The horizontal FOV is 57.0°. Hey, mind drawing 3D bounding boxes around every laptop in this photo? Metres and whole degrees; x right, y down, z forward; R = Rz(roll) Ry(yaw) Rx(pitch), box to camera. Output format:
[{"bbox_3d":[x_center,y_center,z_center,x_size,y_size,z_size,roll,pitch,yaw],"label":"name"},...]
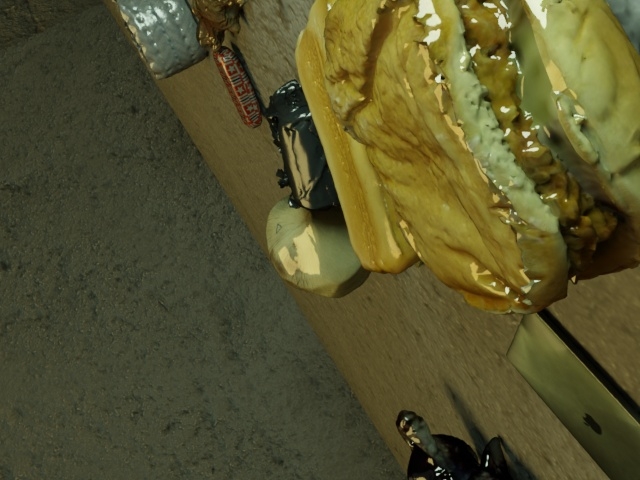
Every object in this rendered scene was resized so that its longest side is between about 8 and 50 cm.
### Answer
[{"bbox_3d":[0.319,0.208,0.680,0.269,0.015,0.187,53,168,28],"label":"laptop"}]

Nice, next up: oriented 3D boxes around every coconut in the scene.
[{"bbox_3d":[0.000,0.000,1.071,0.224,0.224,0.224,55,169,17],"label":"coconut"}]

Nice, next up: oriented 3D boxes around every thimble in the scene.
[{"bbox_3d":[-0.414,-0.548,1.519,0.217,0.157,0.245,48,165,41],"label":"thimble"}]

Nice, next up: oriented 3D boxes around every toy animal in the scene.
[{"bbox_3d":[0.282,0.478,1.125,0.302,0.194,0.344,55,165,-13],"label":"toy animal"}]

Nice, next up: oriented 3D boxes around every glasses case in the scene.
[{"bbox_3d":[-0.176,-0.339,1.309,0.073,0.049,0.194,43,161,51],"label":"glasses case"}]

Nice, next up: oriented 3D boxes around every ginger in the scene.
[{"bbox_3d":[-0.193,-0.434,1.099,0.122,0.084,0.290,39,170,-15],"label":"ginger"}]

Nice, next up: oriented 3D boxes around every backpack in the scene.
[{"bbox_3d":[-0.023,-0.155,0.941,0.258,0.133,0.206,-120,12,-62],"label":"backpack"}]

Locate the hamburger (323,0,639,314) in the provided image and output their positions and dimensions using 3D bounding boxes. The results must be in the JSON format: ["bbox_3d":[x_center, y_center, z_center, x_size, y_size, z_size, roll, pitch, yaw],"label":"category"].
[{"bbox_3d":[0.118,-0.089,0.442,0.283,0.145,0.259,57,172,-11],"label":"hamburger"}]

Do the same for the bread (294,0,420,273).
[{"bbox_3d":[0.054,-0.115,0.644,0.142,0.091,0.305,147,107,-76],"label":"bread"}]

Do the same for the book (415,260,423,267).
[{"bbox_3d":[0.110,-0.058,0.890,0.168,0.013,0.192,55,169,21],"label":"book"}]
